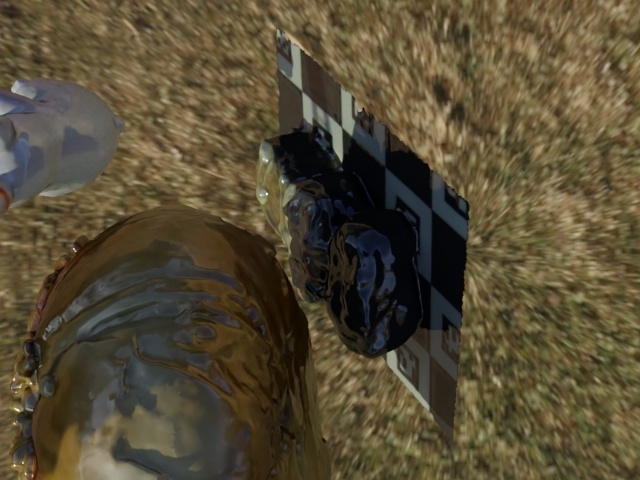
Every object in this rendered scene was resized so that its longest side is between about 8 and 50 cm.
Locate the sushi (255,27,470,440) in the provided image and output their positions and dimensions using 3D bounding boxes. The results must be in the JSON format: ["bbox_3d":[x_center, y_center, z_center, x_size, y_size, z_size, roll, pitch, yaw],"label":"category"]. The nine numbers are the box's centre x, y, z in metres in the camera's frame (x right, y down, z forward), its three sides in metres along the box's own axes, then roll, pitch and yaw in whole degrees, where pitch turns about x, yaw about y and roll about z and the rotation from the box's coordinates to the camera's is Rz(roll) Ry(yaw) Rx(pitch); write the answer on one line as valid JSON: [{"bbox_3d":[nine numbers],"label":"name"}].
[{"bbox_3d":[0.000,0.000,1.560,0.100,0.373,0.296,-19,131,-22],"label":"sushi"}]

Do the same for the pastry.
[{"bbox_3d":[-0.134,0.169,1.366,0.245,0.409,0.409,-7,89,10],"label":"pastry"}]

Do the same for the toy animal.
[{"bbox_3d":[-0.327,-0.092,1.644,0.138,0.282,0.140,6,109,26],"label":"toy animal"}]
